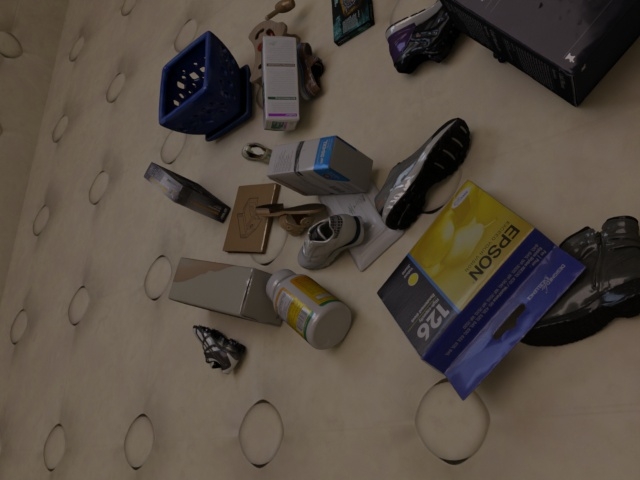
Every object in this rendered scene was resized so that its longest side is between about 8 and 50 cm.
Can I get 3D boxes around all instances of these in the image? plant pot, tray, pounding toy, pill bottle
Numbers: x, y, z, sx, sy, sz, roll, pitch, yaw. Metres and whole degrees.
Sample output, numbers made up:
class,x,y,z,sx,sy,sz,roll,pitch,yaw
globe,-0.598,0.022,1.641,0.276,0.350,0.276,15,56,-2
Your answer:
class,x,y,z,sx,sy,sz,roll,pitch,yaw
plant pot,-0.346,-0.458,1.759,0.235,0.212,0.236,-24,59,33
tray,0.083,-0.070,1.338,0.145,0.030,0.270,-44,49,19
pounding toy,-0.168,-0.596,1.695,0.154,0.154,0.270,1,74,38
pill bottle,-0.035,0.148,1.292,0.208,0.117,0.118,33,96,44

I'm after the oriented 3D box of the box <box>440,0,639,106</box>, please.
class,x,y,z,sx,sy,sz,roll,pitch,yaw
box,0.448,-0.482,1.018,0.312,0.179,0.343,46,105,25

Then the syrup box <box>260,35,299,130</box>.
class,x,y,z,sx,sy,sz,roll,pitch,yaw
syrup box,-0.113,-0.430,1.561,0.093,0.096,0.237,143,126,-79

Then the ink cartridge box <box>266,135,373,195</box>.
class,x,y,z,sx,sy,sz,roll,pitch,yaw
ink cartridge box,-0.003,-0.170,1.331,0.203,0.148,0.086,1,74,42

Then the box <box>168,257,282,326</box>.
class,x,y,z,sx,sy,sz,roll,pitch,yaw
box,-0.239,0.131,1.466,0.311,0.148,0.121,5,76,42

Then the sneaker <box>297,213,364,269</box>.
class,x,y,z,sx,sy,sz,roll,pitch,yaw
sneaker,0.000,0.000,1.314,0.235,0.094,0.090,-40,56,47

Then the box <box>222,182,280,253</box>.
class,x,y,z,sx,sy,sz,roll,pitch,yaw
box,-0.195,-0.062,1.592,0.164,0.021,0.201,0,72,42

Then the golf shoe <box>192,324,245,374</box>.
class,x,y,z,sx,sy,sz,roll,pitch,yaw
golf shoe,-0.287,0.285,1.492,0.198,0.077,0.094,18,85,46

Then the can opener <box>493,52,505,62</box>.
class,x,y,z,sx,sy,sz,roll,pitch,yaw
can opener,0.430,-0.443,1.158,0.186,0.059,0.073,-40,51,23

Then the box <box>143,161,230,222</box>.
class,x,y,z,sx,sy,sz,roll,pitch,yaw
box,-0.402,-0.145,1.700,0.231,0.183,0.056,33,96,44

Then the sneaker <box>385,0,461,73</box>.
class,x,y,z,sx,sy,sz,roll,pitch,yaw
sneaker,0.287,-0.474,1.292,0.283,0.107,0.124,-20,75,39

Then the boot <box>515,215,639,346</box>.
class,x,y,z,sx,sy,sz,roll,pitch,yaw
boot,0.431,0.070,0.947,0.246,0.083,0.161,-31,42,30

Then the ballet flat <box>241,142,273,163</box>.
class,x,y,z,sx,sy,sz,roll,pitch,yaw
ballet flat,-0.190,-0.262,1.648,0.168,0.052,0.057,19,86,45

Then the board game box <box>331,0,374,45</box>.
class,x,y,z,sx,sy,sz,roll,pitch,yaw
board game box,0.087,-0.648,1.577,0.126,0.026,0.186,-20,60,36

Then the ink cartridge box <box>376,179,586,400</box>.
class,x,y,z,sx,sy,sz,roll,pitch,yaw
ink cartridge box,0.265,0.074,1.035,0.304,0.072,0.307,-52,28,11

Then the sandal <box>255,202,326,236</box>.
class,x,y,z,sx,sy,sz,roll,pitch,yaw
sandal,-0.071,-0.050,1.453,0.240,0.088,0.079,5,108,43

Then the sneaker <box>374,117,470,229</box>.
class,x,y,z,sx,sy,sz,roll,pitch,yaw
sneaker,0.209,-0.155,1.213,0.272,0.100,0.108,-51,41,14

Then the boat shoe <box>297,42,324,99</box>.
class,x,y,z,sx,sy,sz,roll,pitch,yaw
boat shoe,-0.024,-0.483,1.590,0.066,0.066,0.183,-16,69,29
